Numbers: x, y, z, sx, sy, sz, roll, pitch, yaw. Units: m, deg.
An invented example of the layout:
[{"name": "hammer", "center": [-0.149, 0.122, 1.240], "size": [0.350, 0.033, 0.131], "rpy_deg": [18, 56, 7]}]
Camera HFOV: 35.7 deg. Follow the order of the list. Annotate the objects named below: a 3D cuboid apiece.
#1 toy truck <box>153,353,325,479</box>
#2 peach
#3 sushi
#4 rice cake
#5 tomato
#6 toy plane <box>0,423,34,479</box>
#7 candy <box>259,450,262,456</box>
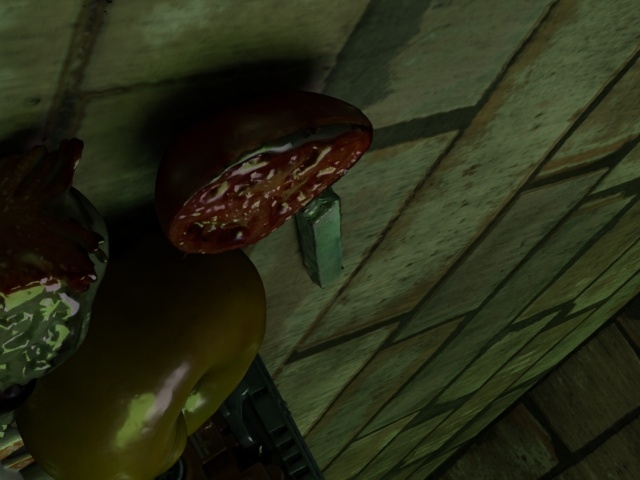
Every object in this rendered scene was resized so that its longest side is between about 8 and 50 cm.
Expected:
[{"name": "toy truck", "center": [-0.084, 0.289, 1.152], "size": [0.184, 0.338, 0.133], "rpy_deg": [-33, 159, -2]}, {"name": "peach", "center": [-0.152, 0.105, 0.866], "size": [0.251, 0.153, 0.251], "rpy_deg": [-46, 167, -14]}, {"name": "sushi", "center": [-0.251, 0.064, 0.713], "size": [0.129, 0.124, 0.332], "rpy_deg": [-1, 145, -37]}, {"name": "rice cake", "center": [0.000, 0.000, 1.067], "size": [0.043, 0.034, 0.211], "rpy_deg": [-38, 160, -13]}, {"name": "tomato", "center": [-0.056, -0.066, 0.768], "size": [0.166, 0.082, 0.174], "rpy_deg": [-40, 163, 23]}, {"name": "toy plane", "center": [-0.370, 0.250, 0.961], "size": [0.244, 0.117, 0.245], "rpy_deg": [-28, 160, -11]}, {"name": "candy", "center": [-0.186, 0.367, 1.556], "size": [0.141, 0.078, 0.203], "rpy_deg": [-43, 152, 23]}]
